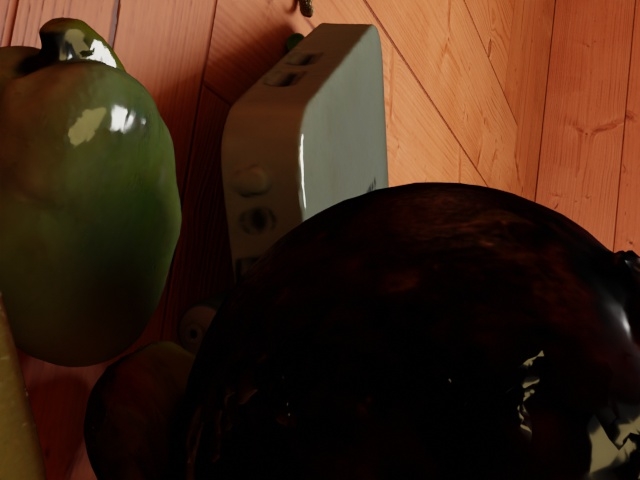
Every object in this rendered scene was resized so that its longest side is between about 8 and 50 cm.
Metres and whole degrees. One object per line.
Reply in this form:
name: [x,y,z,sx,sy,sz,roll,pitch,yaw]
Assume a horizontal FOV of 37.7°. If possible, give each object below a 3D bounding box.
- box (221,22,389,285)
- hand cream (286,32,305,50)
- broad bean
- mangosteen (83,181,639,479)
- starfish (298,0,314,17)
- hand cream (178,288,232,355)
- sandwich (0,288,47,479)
box: [0.000,0.000,0.917,0.373,0.090,0.367,-59,147,-61]
hand cream: [-0.007,-0.196,1.028,0.036,0.023,0.122,-64,160,0]
broad bean: [-0.151,-0.025,0.582,0.169,0.100,0.228,-36,140,-55]
mangosteen: [0.062,0.151,0.628,0.381,0.421,0.381,21,62,-47]
starfish: [-0.013,-0.275,0.989,0.091,0.028,0.078,-31,118,-63]
hand cream: [-0.076,0.080,0.884,0.224,0.048,0.083,-2,92,-75]
sandwich: [-0.203,0.072,0.452,0.094,0.096,0.258,-42,135,-53]
